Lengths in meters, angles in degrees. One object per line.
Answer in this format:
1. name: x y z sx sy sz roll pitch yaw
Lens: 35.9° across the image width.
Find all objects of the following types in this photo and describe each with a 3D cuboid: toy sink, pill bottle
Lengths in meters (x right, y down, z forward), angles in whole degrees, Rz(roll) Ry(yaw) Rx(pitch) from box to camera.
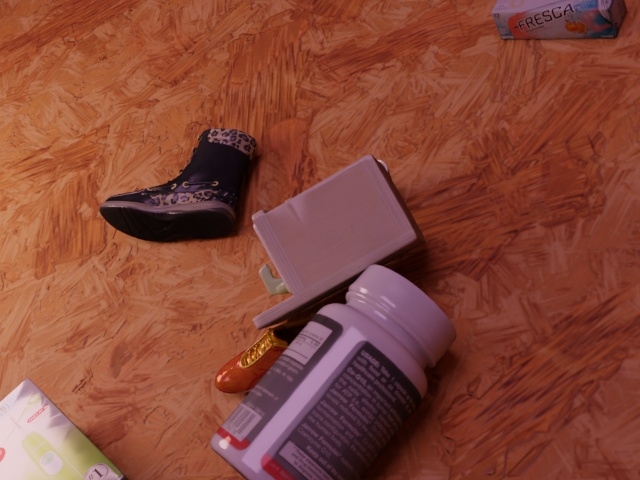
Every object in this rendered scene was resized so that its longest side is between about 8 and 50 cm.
1. toy sink: 0.000 0.000 1.279 0.234 0.153 0.131 -30 84 9
2. pill bottle: 0.021 0.178 1.145 0.161 0.161 0.283 28 71 43

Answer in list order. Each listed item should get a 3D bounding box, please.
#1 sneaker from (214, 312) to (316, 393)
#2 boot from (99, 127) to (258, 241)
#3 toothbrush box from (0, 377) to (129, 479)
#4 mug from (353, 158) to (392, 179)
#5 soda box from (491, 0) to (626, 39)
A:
1. sneaker: -0.067 0.143 1.295 0.175 0.067 0.064 -30 46 8
2. boot: -0.219 -0.091 1.572 0.236 0.085 0.179 1 52 24
3. toothbrush box: -0.360 0.334 1.248 0.206 0.122 0.283 -43 40 -17
4. mug: 0.078 -0.077 1.394 0.062 0.064 0.078 -14 48 22
5. soda box: 0.349 -0.337 1.455 0.183 0.058 0.063 7 58 35
